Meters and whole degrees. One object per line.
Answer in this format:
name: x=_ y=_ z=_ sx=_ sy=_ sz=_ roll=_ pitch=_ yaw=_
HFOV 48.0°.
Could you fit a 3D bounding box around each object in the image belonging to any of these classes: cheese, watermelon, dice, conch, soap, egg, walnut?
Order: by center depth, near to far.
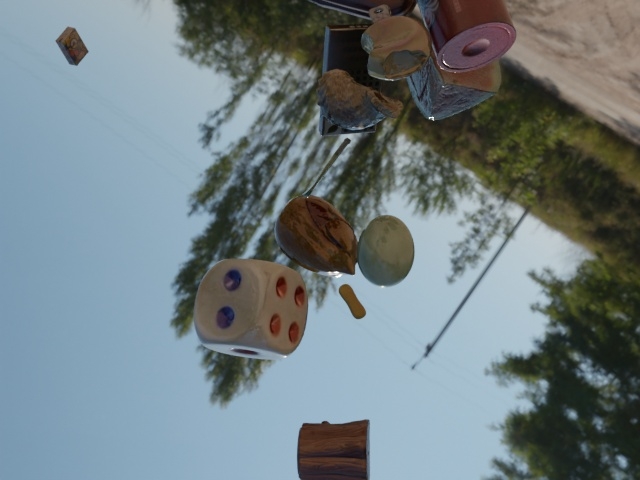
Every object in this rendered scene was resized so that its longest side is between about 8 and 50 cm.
conch: x=0.084 y=-0.299 z=1.508 sx=0.207 sy=0.130 sz=0.155 roll=14 pitch=-137 yaw=32
soap: x=0.073 y=0.140 z=1.643 sx=0.089 sy=0.034 sz=0.012 roll=57 pitch=167 yaw=7
cheese: x=0.163 y=-0.481 z=1.694 sx=0.286 sy=0.163 sz=0.082 roll=-107 pitch=-4 yaw=-47
egg: x=0.168 y=0.027 z=1.852 sx=0.150 sy=0.192 sz=0.149 roll=7 pitch=159 yaw=2
watermelon: x=0.364 y=-0.476 z=1.997 sx=0.201 sy=0.262 sz=0.212 roll=46 pitch=-151 yaw=-60
walnut: x=0.000 y=0.000 z=2.042 sx=0.298 sy=0.203 sz=0.203 roll=46 pitch=-161 yaw=21
dice: x=-0.239 y=0.242 z=2.505 sx=0.304 sy=0.304 sz=0.277 roll=-3 pitch=158 yaw=33

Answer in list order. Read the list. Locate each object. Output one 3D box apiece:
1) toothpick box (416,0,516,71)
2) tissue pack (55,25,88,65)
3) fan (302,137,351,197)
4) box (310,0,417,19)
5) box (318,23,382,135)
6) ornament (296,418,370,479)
toothpick box: x=0.344 y=-0.620 z=1.812 sx=0.204 sy=0.204 sz=0.333 roll=12 pitch=-121 yaw=-52
tissue pack: x=-0.657 y=-0.513 z=1.899 sx=0.035 sy=0.063 sz=0.083 roll=15 pitch=150 yaw=20
fan: x=0.018 y=-0.169 z=1.644 sx=0.016 sy=0.193 sz=0.038 roll=41 pitch=153 yaw=-11
box: x=0.114 y=-0.816 z=2.169 sx=0.404 sy=0.263 sz=0.108 roll=19 pitch=-168 yaw=6
box: x=0.093 y=-0.463 z=2.088 sx=0.181 sy=0.324 sz=0.047 roll=-7 pitch=-144 yaw=-16
ornament: x=0.044 y=0.657 z=2.242 sx=0.218 sy=0.235 sz=0.221 roll=-1 pitch=-128 yaw=7
